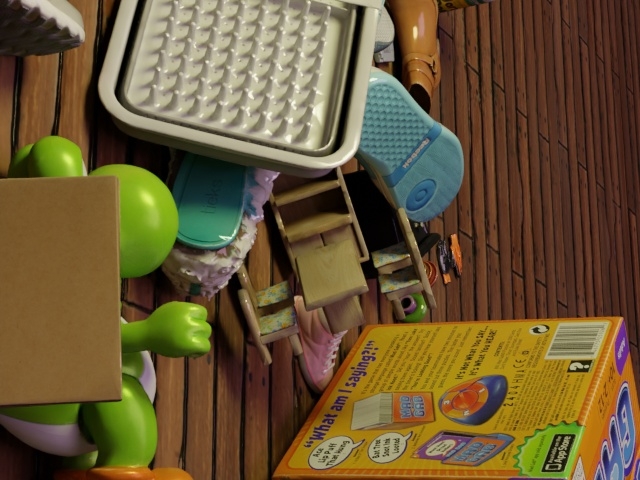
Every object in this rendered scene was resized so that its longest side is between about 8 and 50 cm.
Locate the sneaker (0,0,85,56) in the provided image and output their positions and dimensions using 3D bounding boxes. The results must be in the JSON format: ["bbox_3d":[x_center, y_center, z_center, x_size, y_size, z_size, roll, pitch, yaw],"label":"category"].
[{"bbox_3d":[-0.306,-0.259,1.301,0.281,0.105,0.115,37,50,-54],"label":"sneaker"}]

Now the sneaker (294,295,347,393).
[{"bbox_3d":[0.009,0.132,1.845,0.051,0.070,0.134,-38,117,-62],"label":"sneaker"}]

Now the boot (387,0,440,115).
[{"bbox_3d":[0.147,-0.296,2.235,0.197,0.073,0.152,61,29,-43],"label":"boot"}]

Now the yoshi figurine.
[{"bbox_3d":[-0.188,0.077,1.362,0.203,0.203,0.362,-5,84,-79],"label":"yoshi figurine"}]

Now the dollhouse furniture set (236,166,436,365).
[{"bbox_3d":[0.000,0.000,1.726,0.242,0.212,0.161,-105,176,-67],"label":"dollhouse furniture set"}]

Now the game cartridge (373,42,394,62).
[{"bbox_3d":[0.093,-0.313,2.210,0.056,0.017,0.083,-14,94,-60],"label":"game cartridge"}]

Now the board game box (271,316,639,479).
[{"bbox_3d":[0.200,0.338,1.809,0.356,0.356,0.356,-53,134,-55],"label":"board game box"}]

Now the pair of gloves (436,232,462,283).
[{"bbox_3d":[0.209,0.030,2.340,0.083,0.010,0.074,-20,101,-60],"label":"pair of gloves"}]

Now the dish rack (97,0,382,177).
[{"bbox_3d":[-0.086,-0.216,1.606,0.072,0.285,0.333,113,-11,-55],"label":"dish rack"}]

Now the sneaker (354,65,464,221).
[{"bbox_3d":[0.061,-0.162,1.912,0.127,0.208,0.319,-45,141,-4],"label":"sneaker"}]

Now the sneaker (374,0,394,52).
[{"bbox_3d":[0.051,-0.348,2.018,0.283,0.122,0.110,39,49,-53],"label":"sneaker"}]

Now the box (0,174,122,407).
[{"bbox_3d":[-0.255,0.044,1.258,0.021,0.164,0.201,104,-17,-78],"label":"box"}]

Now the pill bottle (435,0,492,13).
[{"bbox_3d":[0.219,-0.424,2.277,0.117,0.208,0.118,30,56,-58],"label":"pill bottle"}]

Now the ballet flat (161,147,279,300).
[{"bbox_3d":[-0.108,-0.106,1.659,0.147,0.147,0.409,55,39,-41],"label":"ballet flat"}]

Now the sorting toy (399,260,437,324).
[{"bbox_3d":[0.131,0.070,2.118,0.042,0.061,0.102,43,64,-50],"label":"sorting toy"}]

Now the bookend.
[{"bbox_3d":[0.099,-0.045,2.075,0.157,0.072,0.156,-39,116,-61],"label":"bookend"}]
